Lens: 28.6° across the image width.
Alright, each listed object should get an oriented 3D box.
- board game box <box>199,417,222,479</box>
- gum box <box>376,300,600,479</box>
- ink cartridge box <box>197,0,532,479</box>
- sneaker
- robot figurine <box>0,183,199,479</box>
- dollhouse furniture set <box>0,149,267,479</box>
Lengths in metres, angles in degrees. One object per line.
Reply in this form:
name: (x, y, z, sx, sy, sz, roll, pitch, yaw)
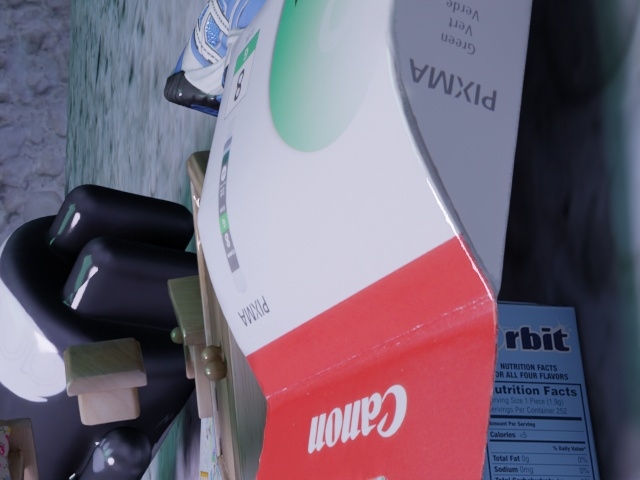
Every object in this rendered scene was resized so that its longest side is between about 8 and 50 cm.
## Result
board game box: (-0.054, 0.182, 0.769, 0.103, 0.026, 0.154, 153, 119, -73)
gum box: (0.043, 0.133, 0.400, 0.157, 0.041, 0.184, 122, 149, -60)
ink cartridge box: (0.000, 0.000, 0.418, 0.181, 0.056, 0.225, 145, 140, -62)
sneaker: (-0.026, -0.104, 0.662, 0.211, 0.080, 0.081, -3, 74, 67)
robot figurine: (-0.179, 0.094, 0.923, 0.278, 0.173, 0.209, -58, -1, 27)
dollhouse furniture set: (-0.180, 0.066, 0.587, 0.303, 0.355, 0.174, -123, 28, -67)
